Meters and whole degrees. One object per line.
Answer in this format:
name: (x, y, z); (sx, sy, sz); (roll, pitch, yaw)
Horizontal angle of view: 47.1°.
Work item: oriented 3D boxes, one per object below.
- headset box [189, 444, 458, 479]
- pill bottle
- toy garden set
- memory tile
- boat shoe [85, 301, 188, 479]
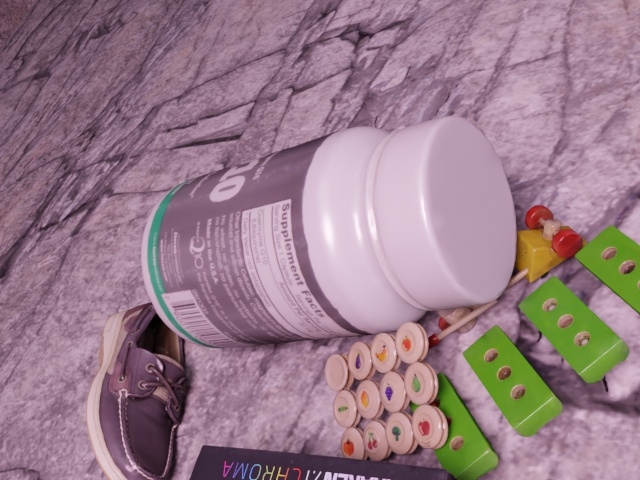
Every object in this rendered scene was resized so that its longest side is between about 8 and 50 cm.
headset box: (-0.017, 0.318, 0.545); (0.247, 0.131, 0.283); (-6, 50, 36)
pill bottle: (0.000, 0.000, 0.760); (0.361, 0.204, 0.204); (-11, 46, 38)
toy garden set: (0.186, 0.084, 0.674); (0.244, 0.049, 0.203); (-43, 28, 8)
memory tile: (0.055, 0.144, 0.677); (0.148, 0.012, 0.113); (-34, 58, 49)
boat shoe: (-0.206, 0.168, 0.870); (0.092, 0.103, 0.285); (-36, 32, 12)
